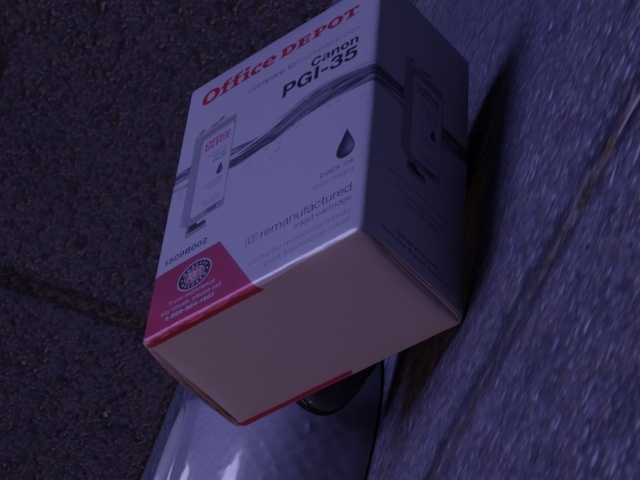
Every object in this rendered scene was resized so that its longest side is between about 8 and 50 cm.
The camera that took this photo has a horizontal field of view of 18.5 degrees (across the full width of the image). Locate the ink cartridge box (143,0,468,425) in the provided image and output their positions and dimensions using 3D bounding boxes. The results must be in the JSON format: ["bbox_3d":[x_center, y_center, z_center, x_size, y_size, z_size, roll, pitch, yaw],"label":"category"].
[{"bbox_3d":[-0.005,-0.032,1.447,0.207,0.117,0.283,-29,35,28],"label":"ink cartridge box"}]

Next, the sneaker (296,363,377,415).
[{"bbox_3d":[0.041,0.025,1.496,0.098,0.083,0.224,-25,39,65],"label":"sneaker"}]

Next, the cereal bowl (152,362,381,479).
[{"bbox_3d":[-0.071,0.227,1.622,0.339,0.141,0.339,-161,90,-85],"label":"cereal bowl"}]
